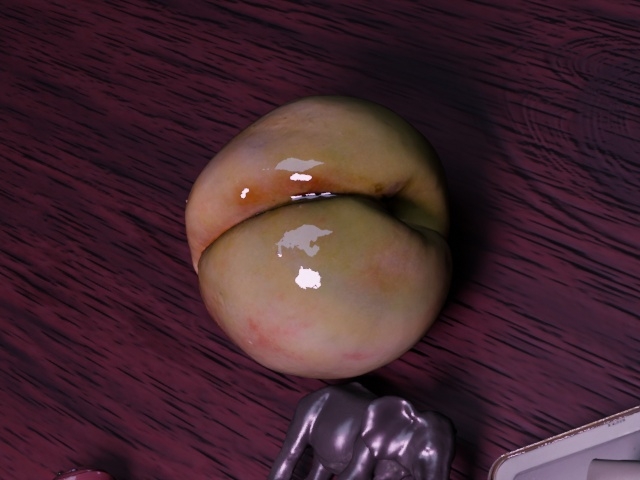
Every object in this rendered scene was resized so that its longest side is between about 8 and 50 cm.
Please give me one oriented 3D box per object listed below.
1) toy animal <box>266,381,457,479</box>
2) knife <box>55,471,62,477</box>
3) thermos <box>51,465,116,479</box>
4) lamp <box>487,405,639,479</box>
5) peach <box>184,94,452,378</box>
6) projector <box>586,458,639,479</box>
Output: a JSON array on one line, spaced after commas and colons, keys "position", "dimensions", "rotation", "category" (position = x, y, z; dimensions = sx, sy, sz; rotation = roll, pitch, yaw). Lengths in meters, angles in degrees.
[{"position": [0.042, 0.214, 1.464], "dimensions": [0.245, 0.114, 0.146], "rotation": [22, 79, 38], "category": "toy animal"}, {"position": [-0.361, 0.352, 1.707], "dimensions": [0.222, 0.021, 0.045], "rotation": [-44, 51, -1], "category": "knife"}, {"position": [-0.193, 0.357, 1.541], "dimensions": [0.136, 0.109, 0.330], "rotation": [-38, 51, 10], "category": "thermos"}, {"position": [0.293, 0.273, 1.317], "dimensions": [0.269, 0.047, 0.266], "rotation": [-23, 55, 20], "category": "lamp"}, {"position": [0.000, 0.001, 1.531], "dimensions": [0.292, 0.247, 0.292], "rotation": [-3, 86, 50], "category": "peach"}, {"position": [0.271, 0.231, 1.267], "dimensions": [0.082, 0.083, 0.083], "rotation": [-2, 64, 31], "category": "projector"}]
